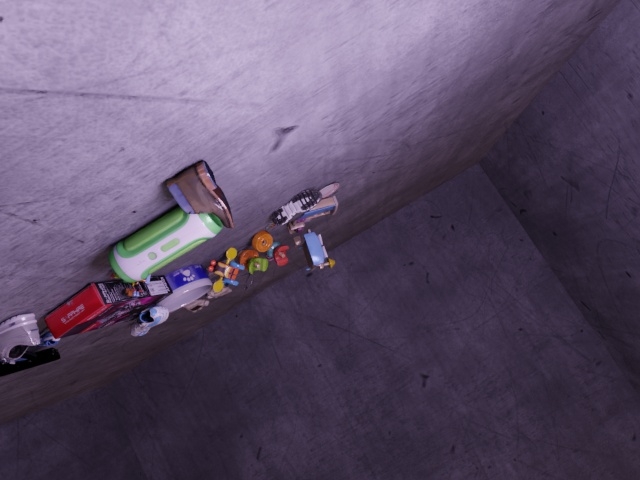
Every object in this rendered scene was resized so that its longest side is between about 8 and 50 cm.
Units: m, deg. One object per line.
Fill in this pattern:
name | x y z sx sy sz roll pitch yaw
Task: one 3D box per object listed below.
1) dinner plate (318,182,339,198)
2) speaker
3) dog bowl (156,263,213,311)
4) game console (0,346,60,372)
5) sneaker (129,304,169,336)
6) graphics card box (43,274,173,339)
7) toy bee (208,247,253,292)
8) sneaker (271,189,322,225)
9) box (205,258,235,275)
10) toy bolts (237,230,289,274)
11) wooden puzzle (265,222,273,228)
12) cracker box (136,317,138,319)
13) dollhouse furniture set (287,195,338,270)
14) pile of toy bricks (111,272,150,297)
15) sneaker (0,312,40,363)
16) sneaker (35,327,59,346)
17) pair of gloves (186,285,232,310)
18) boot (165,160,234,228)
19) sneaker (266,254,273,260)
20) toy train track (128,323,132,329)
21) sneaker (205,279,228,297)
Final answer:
dinner plate | 0.017 -0.211 1.756 0.141 0.017 0.141 -30 172 -5
speaker | -0.426 -0.003 1.127 0.296 0.131 0.131 -31 171 2
dog bowl | -0.610 0.212 1.763 0.265 0.104 0.265 -29 171 -5
game console | -1.099 0.432 1.462 0.213 0.044 0.361 -14 165 -24
sneaker | -0.692 0.314 1.599 0.237 0.085 0.086 -31 148 30
graphics card box | -0.743 0.229 1.469 0.233 0.094 0.371 -33 172 11
toy bee | -0.410 0.119 1.769 0.162 0.195 0.298 25 151 -25
sneaker | -0.086 -0.137 1.656 0.234 0.078 0.106 -30 174 21
box | -0.507 0.153 1.982 0.145 0.038 0.186 -24 168 -35
toy bolts | -0.275 0.031 1.924 0.228 0.158 0.218 -9 118 -41
wooden puzzle | -0.217 -0.069 1.808 0.049 0.006 0.083 -23 168 -40
cracker box | -0.769 0.323 1.968 0.232 0.067 0.156 -24 168 -33
dollhouse furniture set | 0.000 0.000 1.835 0.198 0.303 0.286 -15 167 -14
pile of toy bricks | -0.612 0.115 1.301 0.105 0.118 0.212 13 158 -27
sneaker | -0.971 0.333 1.227 0.281 0.115 0.105 -33 171 13
sneaker | -1.000 0.364 1.484 0.144 0.059 0.053 -33 172 27
pair of gloves | -0.567 0.293 2.045 0.240 0.042 0.204 -26 167 -8
boot | -0.297 -0.098 1.030 0.106 0.082 0.219 -21 137 -3
sneaker | -0.261 0.074 2.338 0.119 0.047 0.057 -32 159 1
toy train track | -0.978 0.443 2.124 0.048 0.014 0.083 -37 177 -3
sneaker | -0.549 0.228 2.104 0.190 0.083 0.071 -33 163 32
